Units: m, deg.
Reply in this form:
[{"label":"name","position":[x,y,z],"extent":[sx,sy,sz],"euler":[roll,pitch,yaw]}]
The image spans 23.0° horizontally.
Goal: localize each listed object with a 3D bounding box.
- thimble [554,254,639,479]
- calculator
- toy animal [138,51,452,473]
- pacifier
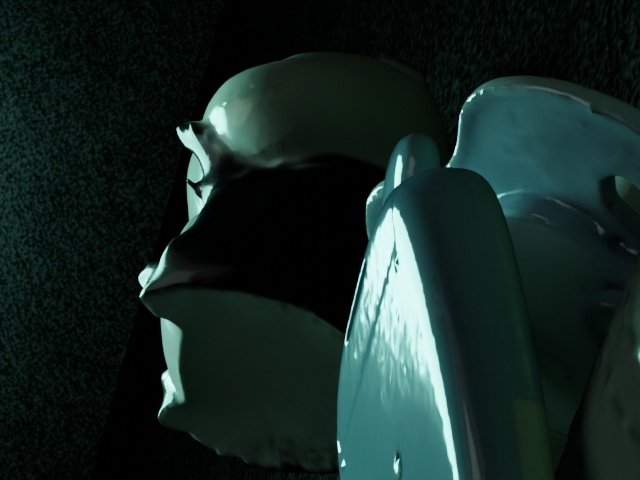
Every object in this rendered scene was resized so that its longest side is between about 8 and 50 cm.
[{"label":"thimble","position":[0.186,0.069,0.496],"extent":[0.211,0.185,0.149],"euler":[36,123,27]},{"label":"calculator","position":[0.042,0.084,0.586],"extent":[0.188,0.042,0.303],"euler":[100,166,-45]},{"label":"toy animal","position":[0.000,0.000,1.168],"extent":[0.251,0.251,0.310],"euler":[122,169,-46]},{"label":"pacifier","position":[0.153,0.010,0.728],"extent":[0.226,0.238,0.287],"euler":[-46,-3,-23]}]
